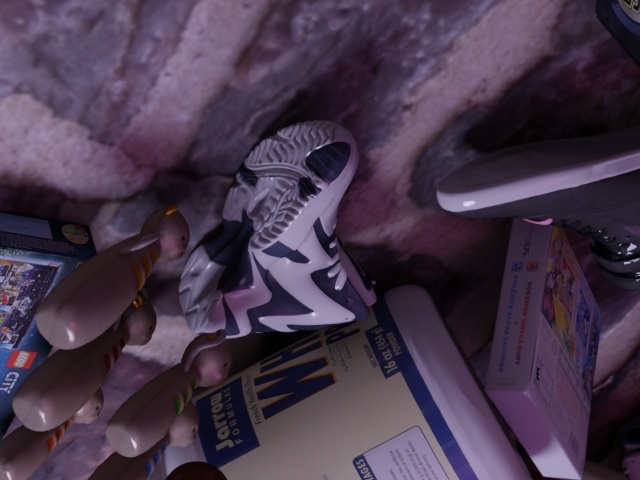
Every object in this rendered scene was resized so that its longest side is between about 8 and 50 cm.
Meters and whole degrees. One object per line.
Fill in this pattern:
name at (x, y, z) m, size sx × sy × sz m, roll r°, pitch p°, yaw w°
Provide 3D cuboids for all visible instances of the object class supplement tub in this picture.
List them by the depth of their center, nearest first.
supplement tub at (0.004, 0.210, 1.091) m, size 0.325 × 0.235 × 0.235 m, roll -29°, pitch 140°, yaw 4°

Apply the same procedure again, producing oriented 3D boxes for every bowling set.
bowling set at (-0.134, 0.136, 0.953) m, size 0.154 × 0.200 × 0.287 m, roll -45°, pitch 173°, yaw -45°

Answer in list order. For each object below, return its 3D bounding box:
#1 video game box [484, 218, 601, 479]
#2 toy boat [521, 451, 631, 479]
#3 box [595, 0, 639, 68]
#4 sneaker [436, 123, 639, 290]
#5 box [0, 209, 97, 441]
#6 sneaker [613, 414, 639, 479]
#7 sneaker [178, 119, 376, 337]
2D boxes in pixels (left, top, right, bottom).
video game box at (0.217, 0.103, 1.132) m, size 0.048 × 0.187 × 0.205 m, roll 1°, pitch 148°, yaw 28°
toy boat at (0.299, 0.350, 1.428) m, size 0.151 × 0.151 × 0.231 m, roll -60°, pitch 144°, yaw -21°
box at (0.271, -0.201, 0.855) m, size 0.078 × 0.147 × 0.180 m, roll -19°, pitch 140°, yaw -8°
sneaker at (0.241, -0.015, 1.037) m, size 0.296 × 0.104 × 0.146 m, roll -11°, pitch 110°, yaw -21°
box at (-0.295, 0.072, 0.936) m, size 0.159 × 0.044 × 0.233 m, roll 10°, pitch 128°, yaw -35°
sneaker at (0.421, 0.277, 1.497) m, size 0.129 × 0.111 × 0.297 m, roll 8°, pitch 129°, yaw -11°
sneaker at (0.000, 0.000, 0.974) m, size 0.153 × 0.094 × 0.235 m, roll 8°, pitch 130°, yaw -35°
